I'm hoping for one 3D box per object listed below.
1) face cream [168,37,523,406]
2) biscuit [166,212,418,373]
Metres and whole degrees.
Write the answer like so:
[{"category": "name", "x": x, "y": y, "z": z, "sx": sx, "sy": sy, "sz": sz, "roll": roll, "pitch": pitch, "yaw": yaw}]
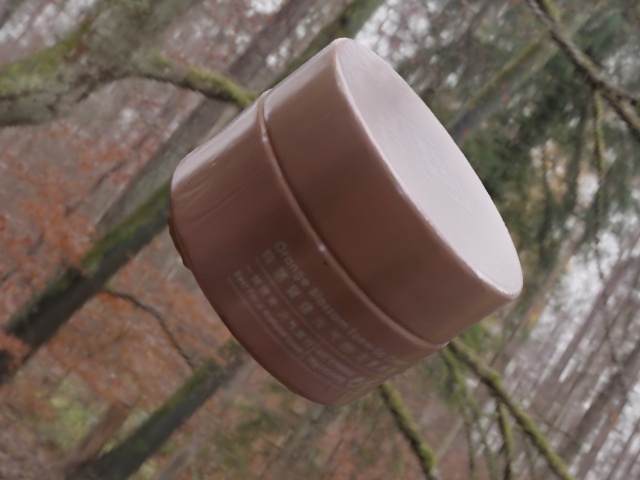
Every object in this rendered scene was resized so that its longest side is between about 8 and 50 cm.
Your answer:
[{"category": "face cream", "x": 0.014, "y": -0.008, "z": 0.532, "sx": 0.149, "sy": 0.104, "sz": 0.149, "roll": 46, "pitch": 21, "yaw": -24}, {"category": "biscuit", "x": 0.001, "y": -0.001, "z": 0.773, "sx": 0.274, "sy": 0.091, "sz": 0.213, "roll": -14, "pitch": -69, "yaw": 54}]
